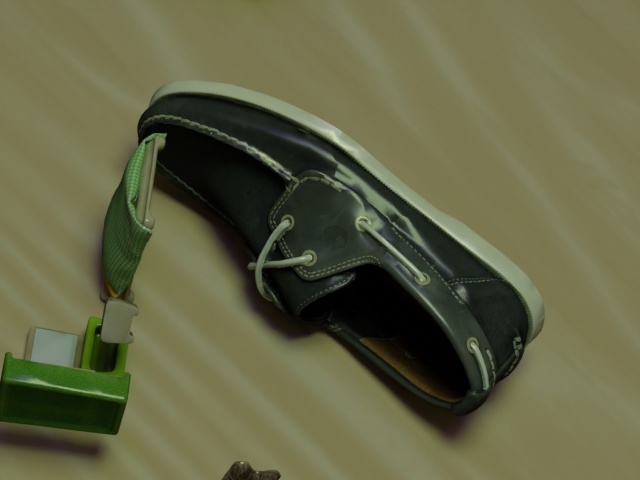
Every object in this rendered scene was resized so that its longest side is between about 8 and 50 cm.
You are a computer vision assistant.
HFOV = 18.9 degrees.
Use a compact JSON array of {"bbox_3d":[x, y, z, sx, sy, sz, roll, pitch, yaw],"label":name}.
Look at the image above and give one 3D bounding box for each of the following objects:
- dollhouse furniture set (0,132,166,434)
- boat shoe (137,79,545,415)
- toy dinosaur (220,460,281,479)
[{"bbox_3d":[-0.116,0.020,0.927,0.058,0.076,0.152,11,54,-9],"label":"dollhouse furniture set"},{"bbox_3d":[0.000,0.000,0.969,0.233,0.084,0.079,35,53,7],"label":"boat shoe"},{"bbox_3d":[0.023,0.214,0.802,0.295,0.127,0.200,9,60,-2],"label":"toy dinosaur"}]
